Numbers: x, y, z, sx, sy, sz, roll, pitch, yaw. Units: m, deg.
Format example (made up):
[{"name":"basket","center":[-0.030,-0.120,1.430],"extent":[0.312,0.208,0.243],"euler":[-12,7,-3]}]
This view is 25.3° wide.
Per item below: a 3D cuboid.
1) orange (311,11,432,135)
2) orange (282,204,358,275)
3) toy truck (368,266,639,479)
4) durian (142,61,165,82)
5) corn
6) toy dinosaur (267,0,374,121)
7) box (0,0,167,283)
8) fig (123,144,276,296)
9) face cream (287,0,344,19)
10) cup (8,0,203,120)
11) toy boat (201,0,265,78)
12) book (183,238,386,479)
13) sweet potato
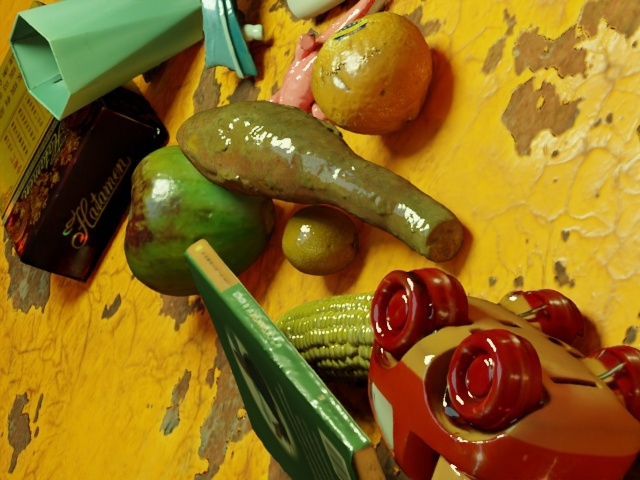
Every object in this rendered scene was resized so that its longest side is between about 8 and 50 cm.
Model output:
[{"name":"orange","center":[0.055,-0.171,1.496],"extent":[0.136,0.117,0.135],"euler":[-19,20,7]},{"name":"orange","center":[0.000,0.000,1.525],"extent":[0.085,0.085,0.085],"euler":[-29,52,44]},{"name":"toy truck","center":[0.137,0.167,1.164],"extent":[0.265,0.189,0.239],"euler":[43,118,54]},{"name":"durian","center":[-0.236,-0.284,2.036],"extent":[0.066,0.052,0.130],"euler":[91,180,-60]},{"name":"corn","center":[0.041,0.100,1.402],"extent":[0.292,0.101,0.101],"euler":[-12,64,55]},{"name":"toy dinosaur","center":[-0.004,-0.223,1.665],"extent":[0.139,0.070,0.286],"euler":[-104,38,-71]},{"name":"box","center":[-0.384,-0.153,2.094],"extent":[0.264,0.116,0.415],"euler":[-59,36,14]},{"name":"fig","center":[-0.143,-0.027,1.662],"extent":[0.191,0.181,0.181],"euler":[3,74,24]},{"name":"face cream","center":[0.030,-0.319,1.660],"extent":[0.182,0.051,0.072],"euler":[-32,54,44]},{"name":"cup","center":[-0.277,-0.269,1.900],"extent":[0.134,0.236,0.148],"euler":[60,149,5]},{"name":"toy boat","center":[-0.104,-0.315,1.821],"extent":[0.109,0.098,0.237],"euler":[76,-170,-73]},{"name":"book","center":[-0.010,0.180,1.326],"extent":[0.043,0.260,0.371],"euler":[-28,36,-13]},{"name":"sweet potato","center":[-0.013,-0.077,1.484],"extent":[0.385,0.109,0.109],"euler":[20,91,38]}]
